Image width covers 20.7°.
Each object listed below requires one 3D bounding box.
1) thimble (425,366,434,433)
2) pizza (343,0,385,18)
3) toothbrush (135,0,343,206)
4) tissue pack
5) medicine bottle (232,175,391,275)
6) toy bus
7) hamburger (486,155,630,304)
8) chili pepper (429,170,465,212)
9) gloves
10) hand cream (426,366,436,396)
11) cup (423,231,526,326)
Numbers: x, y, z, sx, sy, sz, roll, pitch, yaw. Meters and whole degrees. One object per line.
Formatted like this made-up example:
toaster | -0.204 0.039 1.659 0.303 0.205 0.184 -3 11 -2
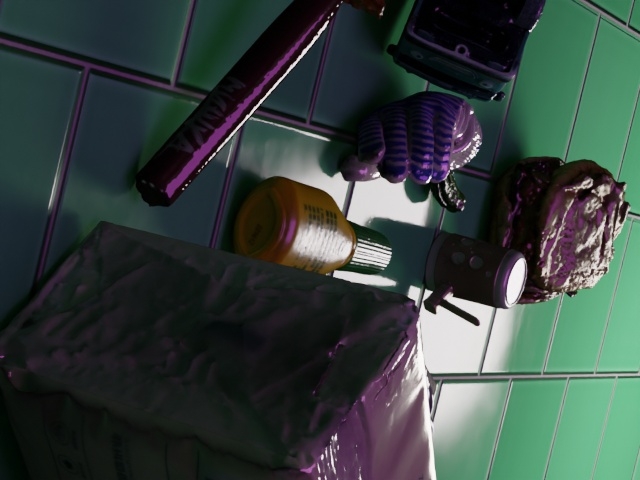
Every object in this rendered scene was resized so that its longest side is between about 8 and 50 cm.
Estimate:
thimble | 0.000 0.191 1.647 0.205 0.172 0.236 -53 144 -33
pizza | 0.049 -0.308 1.580 0.289 0.081 0.228 -50 144 -41
toothbrush | -0.029 -0.166 1.461 0.364 0.041 0.041 -50 147 -19
tissue pack | -0.068 0.202 1.377 0.207 0.297 0.380 -52 148 -39
medicine bottle | 0.000 0.000 1.661 0.260 0.064 0.095 14 92 -64
toy bus | 0.169 -0.270 1.759 0.147 0.128 0.256 118 -5 -72
hamburger | 0.278 -0.016 2.171 0.206 0.130 0.183 -2 104 -44
chili pepper | 0.134 -0.081 1.929 0.055 0.035 0.118 -54 139 -60
gloves | 0.094 -0.099 1.772 0.097 0.119 0.229 56 24 1
hand cream | 0.090 0.155 1.941 0.276 0.059 0.095 63 46 -61
cup | 0.172 0.041 1.986 0.102 0.099 0.074 -37 134 -53
